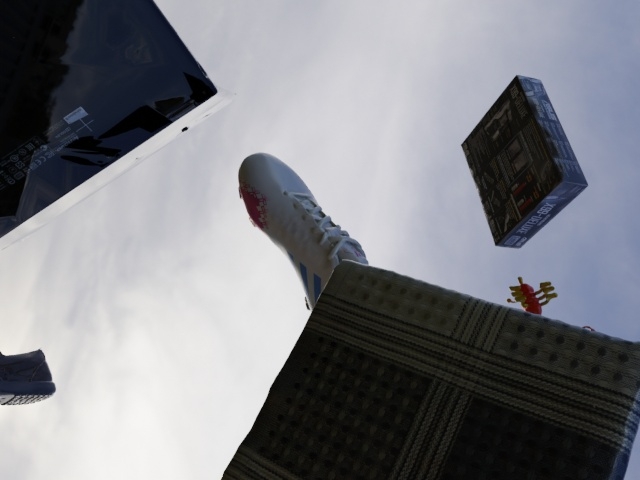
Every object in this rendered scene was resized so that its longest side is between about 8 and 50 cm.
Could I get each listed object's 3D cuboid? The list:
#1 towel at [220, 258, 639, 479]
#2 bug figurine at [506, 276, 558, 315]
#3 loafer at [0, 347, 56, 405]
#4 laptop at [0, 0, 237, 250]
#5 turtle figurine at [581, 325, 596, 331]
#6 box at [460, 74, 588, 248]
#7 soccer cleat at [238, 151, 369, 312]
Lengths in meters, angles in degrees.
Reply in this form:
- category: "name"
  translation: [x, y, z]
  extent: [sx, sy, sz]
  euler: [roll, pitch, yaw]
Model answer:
- category: "towel"
  translation: [0.084, 0.182, 0.583]
  extent: [0.324, 0.056, 0.312]
  euler: [16, -113, 33]
- category: "bug figurine"
  translation: [0.338, 0.163, 1.312]
  extent: [0.216, 0.278, 0.072]
  euler: [-98, -176, -48]
- category: "loafer"
  translation: [-0.741, 0.275, 1.391]
  extent: [0.133, 0.365, 0.130]
  euler: [-26, -116, 28]
- category: "laptop"
  translation: [-0.324, -0.150, 0.729]
  extent: [0.381, 0.408, 0.236]
  euler: [-33, -136, 4]
- category: "turtle figurine"
  translation: [0.440, 0.249, 1.286]
  extent: [0.217, 0.087, 0.269]
  euler: [-22, -160, 29]
- category: "box"
  translation: [0.444, -0.175, 1.485]
  extent: [0.242, 0.076, 0.308]
  euler: [123, -35, -49]
- category: "soccer cleat"
  translation: [0.000, 0.000, 1.000]
  extent: [0.143, 0.116, 0.331]
  euler: [-23, -81, 53]
